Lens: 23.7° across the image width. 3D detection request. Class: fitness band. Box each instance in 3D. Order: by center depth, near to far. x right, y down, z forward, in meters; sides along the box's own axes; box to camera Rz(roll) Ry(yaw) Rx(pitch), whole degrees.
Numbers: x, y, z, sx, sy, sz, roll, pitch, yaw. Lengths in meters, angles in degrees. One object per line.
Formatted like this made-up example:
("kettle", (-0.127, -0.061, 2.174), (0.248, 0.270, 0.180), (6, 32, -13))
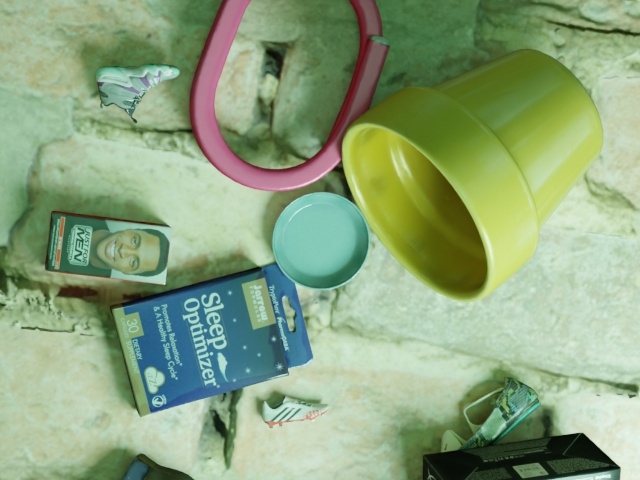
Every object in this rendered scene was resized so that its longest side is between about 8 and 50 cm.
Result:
("fitness band", (-0.038, -0.200, 1.817), (0.209, 0.054, 0.291), (20, 89, -12))

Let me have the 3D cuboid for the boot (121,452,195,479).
("boot", (-0.224, 0.363, 1.829), (0.106, 0.082, 0.219), (34, 92, 10))

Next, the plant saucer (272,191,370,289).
("plant saucer", (0.000, 0.000, 1.851), (0.119, 0.021, 0.119), (-1, 95, -6))

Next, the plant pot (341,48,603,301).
("plant pot", (0.194, -0.095, 1.785), (0.239, 0.254, 0.254), (-36, 100, -22))

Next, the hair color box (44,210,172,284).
("hair color box", (-0.250, 0.008, 1.798), (0.141, 0.043, 0.072), (6, 92, -12))

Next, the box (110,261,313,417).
("box", (-0.127, 0.115, 1.835), (0.225, 0.036, 0.136), (-15, 97, -11))

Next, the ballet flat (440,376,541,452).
("ballet flat", (0.190, 0.245, 1.899), (0.188, 0.070, 0.070), (-44, 101, -7))

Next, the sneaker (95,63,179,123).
("sneaker", (-0.213, -0.173, 1.796), (0.098, 0.038, 0.069), (-4, 97, -1))

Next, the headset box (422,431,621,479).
("headset box", (0.239, 0.399, 1.858), (0.218, 0.110, 0.293), (-6, 109, -15))

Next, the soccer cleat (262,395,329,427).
("soccer cleat", (-0.031, 0.205, 1.863), (0.083, 0.029, 0.035), (-10, 100, -5))
